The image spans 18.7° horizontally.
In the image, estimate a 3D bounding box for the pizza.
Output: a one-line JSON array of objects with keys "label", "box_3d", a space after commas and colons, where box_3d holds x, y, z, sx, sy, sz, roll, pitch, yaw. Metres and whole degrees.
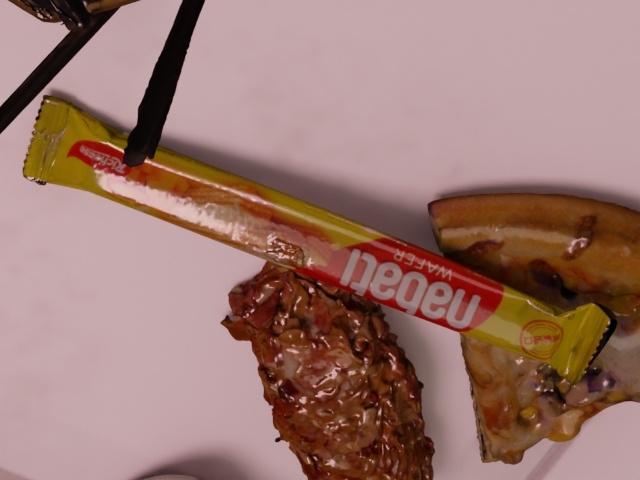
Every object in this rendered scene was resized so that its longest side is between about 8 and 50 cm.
[{"label": "pizza", "box_3d": [0.112, 0.050, 0.979, 0.184, 0.036, 0.176, 27, 118, -18]}]

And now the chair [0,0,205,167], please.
[{"label": "chair", "box_3d": [-0.101, -0.151, 0.762, 0.172, 0.247, 0.159, -12, 126, 34]}]

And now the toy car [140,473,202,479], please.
[{"label": "toy car", "box_3d": [-0.066, 0.203, 1.023, 0.112, 0.139, 0.112, -24, 145, 39]}]

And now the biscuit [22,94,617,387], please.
[{"label": "biscuit", "box_3d": [0.000, 0.000, 0.927, 0.292, 0.026, 0.048, 21, 115, -3]}]

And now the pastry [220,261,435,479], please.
[{"label": "pastry", "box_3d": [0.010, 0.086, 0.981, 0.087, 0.063, 0.169, -18, 122, 12]}]
